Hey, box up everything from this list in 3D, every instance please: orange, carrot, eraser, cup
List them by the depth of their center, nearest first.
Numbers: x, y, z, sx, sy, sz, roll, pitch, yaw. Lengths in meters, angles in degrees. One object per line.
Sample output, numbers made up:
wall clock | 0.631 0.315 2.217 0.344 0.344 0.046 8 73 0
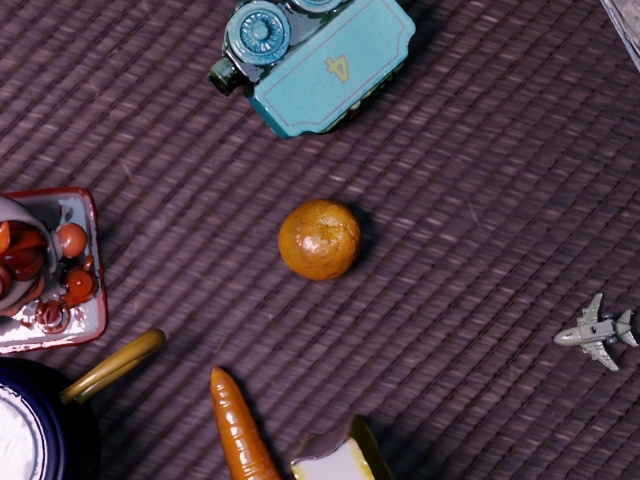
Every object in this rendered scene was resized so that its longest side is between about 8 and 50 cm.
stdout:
cup | -0.277 0.154 1.495 0.178 0.256 0.255 28 83 0
eraser | 0.038 0.248 1.522 0.069 0.226 0.158 -27 88 3
carrot | -0.049 0.248 1.598 0.062 0.066 0.271 -28 76 -33
orange | 0.000 0.000 1.615 0.083 0.070 0.083 4 72 -12

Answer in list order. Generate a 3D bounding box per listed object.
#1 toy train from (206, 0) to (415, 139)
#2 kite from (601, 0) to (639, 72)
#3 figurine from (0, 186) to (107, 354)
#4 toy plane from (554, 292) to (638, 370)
toy train | -0.009 -0.190 1.617 0.198 0.107 0.154 -42 95 -6
kite | 0.386 -0.330 1.692 0.368 0.014 0.406 19 84 -1
figurine | -0.302 0.020 1.520 0.183 0.226 0.160 -7 84 -4
toy plane | 0.273 0.091 1.639 0.083 0.033 0.080 -8 74 -3
